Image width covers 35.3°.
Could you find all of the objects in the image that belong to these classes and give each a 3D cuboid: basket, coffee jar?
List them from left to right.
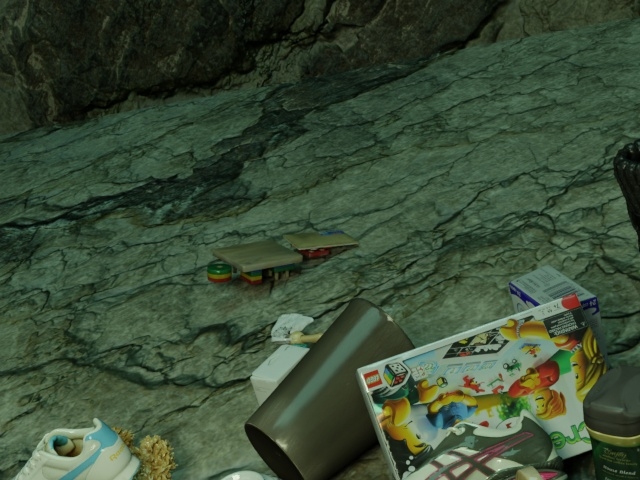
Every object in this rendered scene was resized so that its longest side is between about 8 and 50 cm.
[{"bbox_3d":[0.019,0.224,1.381,0.227,0.204,0.154,-39,37,-24],"label":"basket"},{"bbox_3d":[0.349,0.236,1.129,0.079,0.184,0.096,6,33,40],"label":"coffee jar"}]

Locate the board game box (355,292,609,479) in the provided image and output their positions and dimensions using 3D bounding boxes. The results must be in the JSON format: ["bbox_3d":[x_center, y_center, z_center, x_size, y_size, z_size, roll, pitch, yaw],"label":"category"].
[{"bbox_3d":[0.220,0.208,1.284,0.305,0.193,0.053,-19,-15,-5],"label":"board game box"}]

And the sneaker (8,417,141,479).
[{"bbox_3d":[-0.348,0.299,1.312,0.229,0.092,0.087,-24,20,18],"label":"sneaker"}]

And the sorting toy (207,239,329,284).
[{"bbox_3d":[-0.116,0.043,1.973,0.275,0.046,0.132,-11,20,-31],"label":"sorting toy"}]

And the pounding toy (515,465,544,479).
[{"bbox_3d":[0.168,0.347,1.020,0.155,0.269,0.154,-20,64,-9],"label":"pounding toy"}]

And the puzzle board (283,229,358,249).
[{"bbox_3d":[0.000,0.000,2.021,0.128,0.011,0.096,-5,16,-20],"label":"puzzle board"}]

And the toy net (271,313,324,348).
[{"bbox_3d":[-0.042,0.189,1.650,0.122,0.045,0.232,-22,23,-9],"label":"toy net"}]

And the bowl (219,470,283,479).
[{"bbox_3d":[-0.096,0.350,1.292,0.170,0.080,0.170,-13,24,6],"label":"bowl"}]

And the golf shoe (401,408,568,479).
[{"bbox_3d":[0.153,0.287,1.196,0.273,0.105,0.120,-10,58,-7],"label":"golf shoe"}]

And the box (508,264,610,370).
[{"bbox_3d":[0.339,0.124,1.430,0.072,0.137,0.126,-22,25,-11],"label":"box"}]

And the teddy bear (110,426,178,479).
[{"bbox_3d":[-0.300,0.357,1.367,0.245,0.113,0.338,-20,24,-3],"label":"teddy bear"}]

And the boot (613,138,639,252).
[{"bbox_3d":[0.618,-0.042,1.462,0.348,0.260,0.131,-9,25,17],"label":"boot"}]

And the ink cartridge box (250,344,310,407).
[{"bbox_3d":[-0.044,0.226,1.469,0.052,0.122,0.088,3,31,37],"label":"ink cartridge box"}]
